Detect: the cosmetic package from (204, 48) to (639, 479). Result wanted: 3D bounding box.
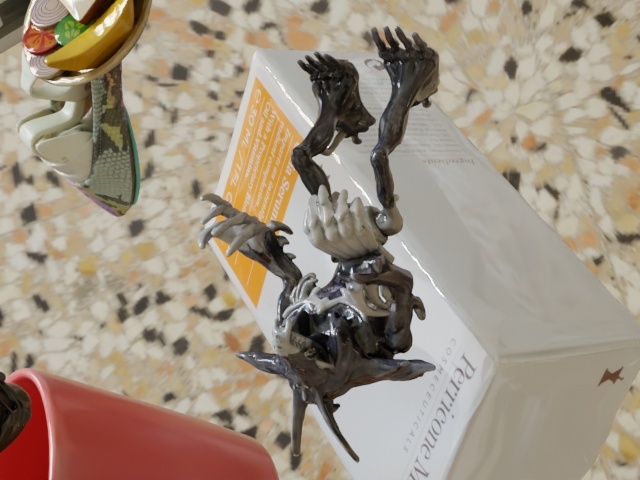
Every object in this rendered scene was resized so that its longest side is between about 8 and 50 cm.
[{"bbox_3d":[0.067,0.036,1.151,0.162,0.453,0.230,-3,128,-30],"label":"cosmetic package"}]

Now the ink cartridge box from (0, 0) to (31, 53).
[{"bbox_3d":[-0.215,-0.175,0.695,0.208,0.087,0.153,-35,81,-19],"label":"ink cartridge box"}]

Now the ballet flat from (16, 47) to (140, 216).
[{"bbox_3d":[-0.171,-0.104,0.884,0.077,0.079,0.221,35,135,33],"label":"ballet flat"}]

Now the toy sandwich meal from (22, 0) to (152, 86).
[{"bbox_3d":[-0.112,-0.113,0.598,0.086,0.029,0.085,-11,66,27],"label":"toy sandwich meal"}]

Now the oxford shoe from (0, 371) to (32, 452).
[{"bbox_3d":[-0.255,0.122,0.917,0.096,0.227,0.082,-32,89,-23],"label":"oxford shoe"}]

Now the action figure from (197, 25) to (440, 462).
[{"bbox_3d":[0.000,0.000,0.851,0.164,0.141,0.275,-4,69,40],"label":"action figure"}]

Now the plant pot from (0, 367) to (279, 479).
[{"bbox_3d":[-0.184,0.268,1.198,0.243,0.275,0.274,12,99,-27],"label":"plant pot"}]
